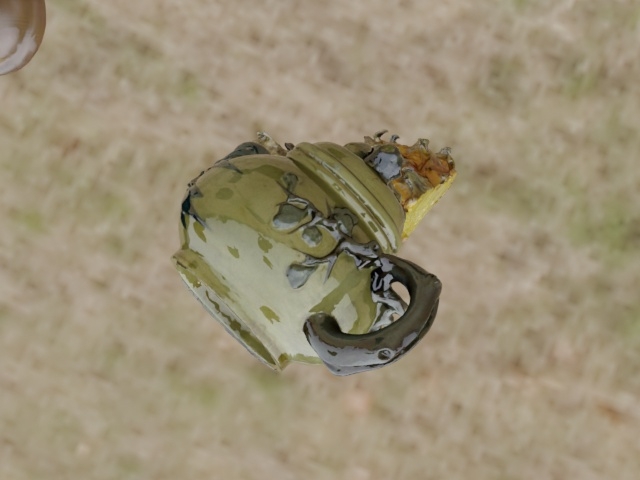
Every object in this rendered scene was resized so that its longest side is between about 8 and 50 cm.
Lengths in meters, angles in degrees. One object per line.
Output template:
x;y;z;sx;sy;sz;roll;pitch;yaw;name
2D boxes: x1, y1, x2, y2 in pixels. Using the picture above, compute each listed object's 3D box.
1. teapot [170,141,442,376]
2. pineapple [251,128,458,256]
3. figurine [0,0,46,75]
0.000;0.000;1.438;0.269;0.182;0.173;35;165;45;teapot
0.033;-0.063;1.751;0.164;0.140;0.250;50;-163;13;pineapple
-0.252;-0.134;0.759;0.186;0.261;0.382;-25;164;30;figurine
